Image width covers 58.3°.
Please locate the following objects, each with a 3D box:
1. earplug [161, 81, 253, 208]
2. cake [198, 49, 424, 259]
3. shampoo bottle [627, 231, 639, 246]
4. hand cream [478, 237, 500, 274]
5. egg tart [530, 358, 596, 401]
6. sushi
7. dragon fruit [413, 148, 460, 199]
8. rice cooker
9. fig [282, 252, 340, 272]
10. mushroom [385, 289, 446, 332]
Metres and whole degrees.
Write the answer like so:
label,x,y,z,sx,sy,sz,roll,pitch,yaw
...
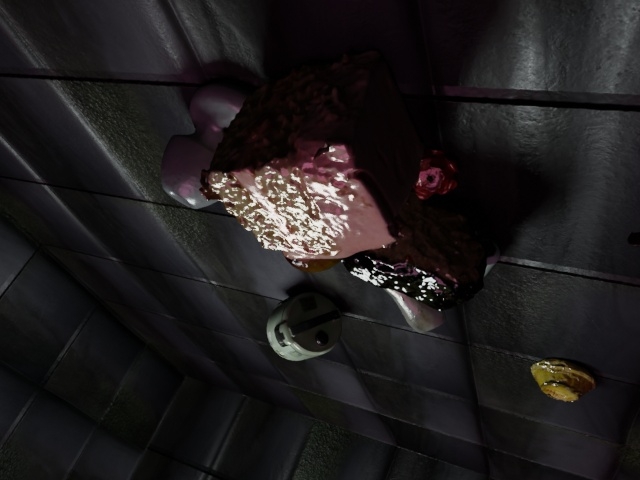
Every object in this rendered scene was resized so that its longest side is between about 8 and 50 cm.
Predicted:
label,x,y,z,sx,sy,sz,roll,pitch,yaw
earplug,-0.235,-0.209,1.297,0.214,0.175,0.325,36,120,-17
cake,0.004,-0.151,1.079,0.307,0.314,0.293,-8,140,32
shampoo bottle,0.710,0.074,1.129,0.153,0.071,0.284,-9,134,50
hand cream,0.361,0.077,1.440,0.109,0.067,0.320,23,158,3
egg tart,0.711,0.419,1.691,0.191,0.074,0.191,18,152,10
sushi,0.199,0.010,1.258,0.350,0.211,0.170,31,146,14
dragon fruit,0.220,-0.131,1.176,0.127,0.068,0.112,6,143,31
rice cooker,-0.057,0.288,1.931,0.226,0.226,0.244,34,153,-15
fig,0.000,0.028,1.494,0.191,0.190,0.290,12,147,23
mushroom,0.243,0.150,1.597,0.270,0.103,0.118,46,141,-15
